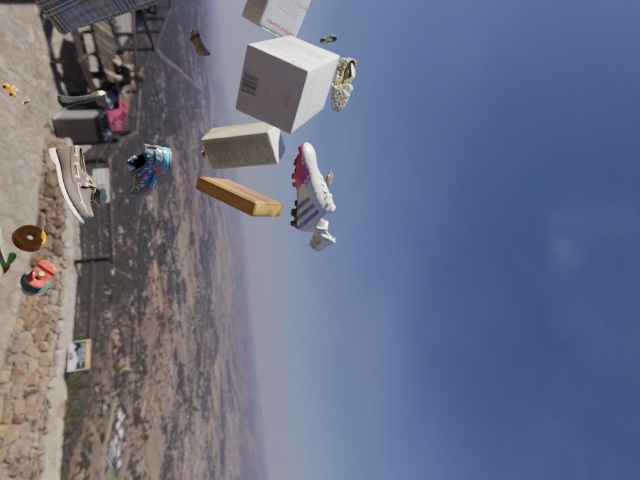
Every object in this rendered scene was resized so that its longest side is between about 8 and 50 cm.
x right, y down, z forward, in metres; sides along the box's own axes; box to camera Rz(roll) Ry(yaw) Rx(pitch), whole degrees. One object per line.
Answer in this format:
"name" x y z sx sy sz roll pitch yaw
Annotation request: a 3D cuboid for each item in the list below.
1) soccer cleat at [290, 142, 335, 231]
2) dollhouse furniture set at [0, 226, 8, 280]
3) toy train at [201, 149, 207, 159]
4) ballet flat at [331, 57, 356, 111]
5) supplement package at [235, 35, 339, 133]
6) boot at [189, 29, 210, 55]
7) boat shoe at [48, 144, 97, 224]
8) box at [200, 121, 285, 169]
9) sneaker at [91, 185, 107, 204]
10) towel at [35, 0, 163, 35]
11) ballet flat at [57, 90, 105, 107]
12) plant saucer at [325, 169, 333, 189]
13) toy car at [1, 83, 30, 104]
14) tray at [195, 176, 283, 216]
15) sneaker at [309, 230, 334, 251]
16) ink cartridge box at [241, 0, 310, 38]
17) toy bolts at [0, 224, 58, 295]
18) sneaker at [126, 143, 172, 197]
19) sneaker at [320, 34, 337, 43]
"soccer cleat" -0.017 -0.161 1.289 0.332 0.142 0.116 96 5 -45
"dollhouse furniture set" -0.939 -0.011 0.991 0.259 0.261 0.135 60 -38 45
"toy train" -0.597 -0.488 2.229 0.166 0.046 0.125 33 -72 41
"ballet flat" 0.096 -0.636 1.622 0.091 0.077 0.241 24 70 -52
"supplement package" -0.087 -0.456 1.154 0.293 0.175 0.178 -58 171 -55
"boot" -0.493 -0.806 1.638 0.118 0.042 0.087 29 -40 34
"boat shoe" -0.805 -0.195 1.336 0.325 0.096 0.117 56 -25 26
"box" -0.318 -0.395 1.678 0.121 0.310 0.148 -70 154 -48
"sneaker" -1.136 -0.228 1.994 0.227 0.130 0.087 -6 -110 64
"towel" -0.529 -0.651 0.887 0.312 0.323 0.056 70 -1 -48
"ballet flat" -0.945 -0.570 1.597 0.057 0.173 0.049 15 -54 59
"plant saucer" 0.035 -0.307 2.230 0.168 0.029 0.169 -158 -90 -86
"toy car" -1.198 -0.586 1.594 0.060 0.040 0.122 56 -7 -8
"tray" -0.408 -0.222 2.010 0.410 0.202 0.076 26 -73 29
"sneaker" 0.000 0.000 1.955 0.110 0.118 0.292 51 0 11
"ink cartridge box" -0.158 -1.010 1.652 0.131 0.226 0.307 40 -68 27
"toy bolts" -1.041 0.085 1.410 0.158 0.228 0.218 -33 -160 34
"sneaker" -0.659 -0.265 1.481 0.261 0.125 0.104 -41 -124 28
"sneaker" 0.040 -0.952 1.904 0.035 0.083 0.031 -63 149 -55
